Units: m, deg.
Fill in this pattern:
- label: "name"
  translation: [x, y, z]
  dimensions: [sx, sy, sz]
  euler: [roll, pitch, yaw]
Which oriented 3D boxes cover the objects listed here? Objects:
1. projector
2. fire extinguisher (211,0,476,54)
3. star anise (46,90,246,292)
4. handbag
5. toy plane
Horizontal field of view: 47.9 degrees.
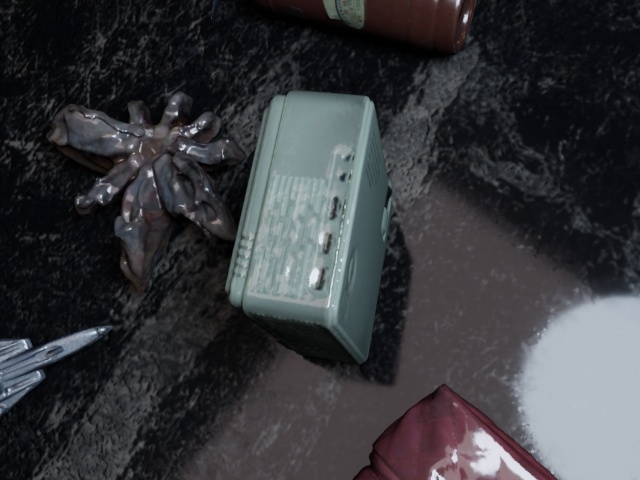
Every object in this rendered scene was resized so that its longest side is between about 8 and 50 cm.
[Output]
- label: "projector"
  translation: [0.000, 0.000, 0.659]
  dimensions: [0.099, 0.256, 0.192]
  euler: [9, 76, 12]
- label: "fire extinguisher"
  translation: [-0.002, -0.285, 0.829]
  dimensions: [0.344, 0.102, 0.138]
  euler: [17, 79, 15]
- label: "star anise"
  translation: [-0.186, -0.076, 0.799]
  dimensions: [0.198, 0.110, 0.257]
  euler: [-30, 64, 1]
- label: "handbag"
  translation: [0.139, 0.243, 0.619]
  dimensions: [0.225, 0.146, 0.135]
  euler: [42, 82, 17]
- label: "toy plane"
  translation: [-0.355, 0.149, 0.773]
  dimensions: [0.267, 0.088, 0.212]
  euler: [-22, 93, 1]
